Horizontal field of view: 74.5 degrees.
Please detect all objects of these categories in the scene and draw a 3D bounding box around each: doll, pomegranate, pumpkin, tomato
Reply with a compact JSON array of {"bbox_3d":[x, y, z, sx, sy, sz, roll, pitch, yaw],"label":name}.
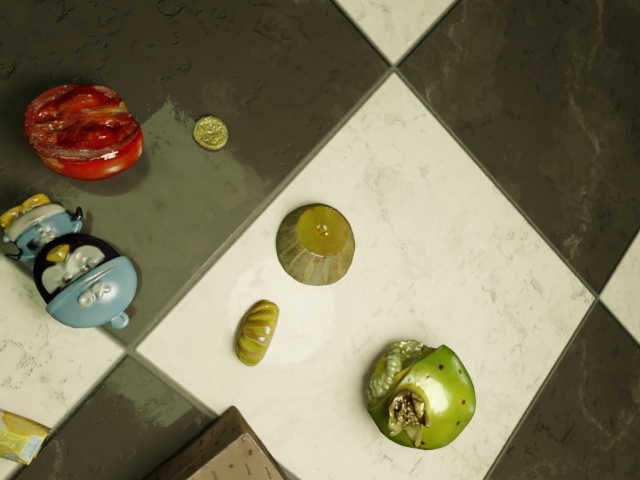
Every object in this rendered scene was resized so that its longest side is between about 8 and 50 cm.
[{"bbox_3d":[-0.498,0.055,0.851,0.177,0.141,0.314,-41,97,-20],"label":"doll"},{"bbox_3d":[0.226,0.370,0.984,0.261,0.341,0.260,1,94,20],"label":"pomegranate"},{"bbox_3d":[0.002,0.005,1.042,0.218,0.110,0.217,2,82,-14],"label":"pumpkin"},{"bbox_3d":[-0.480,-0.203,0.871,0.201,0.139,0.233,-21,60,-25],"label":"tomato"}]

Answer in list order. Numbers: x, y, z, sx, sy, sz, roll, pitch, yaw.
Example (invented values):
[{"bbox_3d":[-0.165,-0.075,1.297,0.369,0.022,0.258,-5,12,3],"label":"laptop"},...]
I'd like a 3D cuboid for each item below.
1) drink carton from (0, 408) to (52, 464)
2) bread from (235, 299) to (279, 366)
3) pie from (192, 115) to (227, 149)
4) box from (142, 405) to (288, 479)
[{"bbox_3d":[-0.644,0.366,0.818,0.200,0.084,0.074,28,69,-14],"label":"drink carton"},{"bbox_3d":[-0.146,0.221,0.987,0.083,0.094,0.157,25,88,-20],"label":"bread"},{"bbox_3d":[-0.261,-0.257,1.006,0.084,0.021,0.083,2,84,-16],"label":"pie"},{"bbox_3d":[-0.228,0.552,0.893,0.297,0.190,0.225,-36,99,-15],"label":"box"}]
